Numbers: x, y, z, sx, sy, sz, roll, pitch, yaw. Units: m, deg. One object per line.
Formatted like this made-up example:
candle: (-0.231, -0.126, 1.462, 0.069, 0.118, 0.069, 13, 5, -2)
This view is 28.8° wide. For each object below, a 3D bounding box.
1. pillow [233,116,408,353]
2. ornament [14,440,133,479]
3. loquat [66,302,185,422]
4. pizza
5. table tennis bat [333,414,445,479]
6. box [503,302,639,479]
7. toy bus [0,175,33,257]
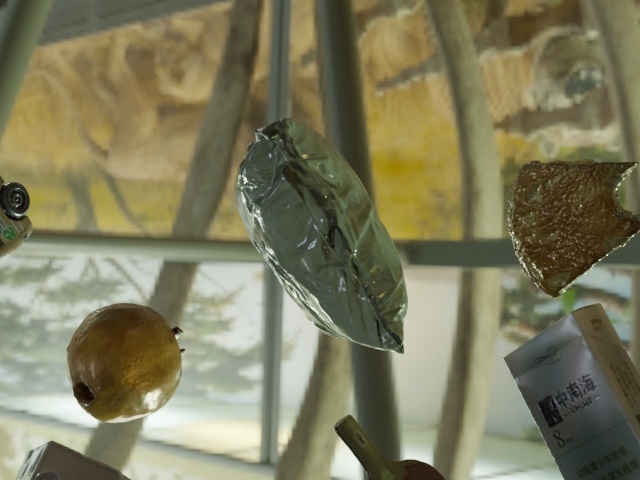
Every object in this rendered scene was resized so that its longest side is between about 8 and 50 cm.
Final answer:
pillow: (0.000, 0.000, 1.442, 0.138, 0.283, 0.310, -30, -177, -6)
ornament: (-0.374, 0.468, 1.898, 0.239, 0.240, 0.240, 28, 159, -13)
loquat: (-0.369, 0.227, 2.324, 0.238, 0.238, 0.193, 4, 166, -42)
pizza: (0.336, -0.039, 1.637, 0.034, 0.181, 0.262, -18, 168, -36)
table tennis bat: (0.096, 0.314, 1.533, 0.131, 0.234, 0.022, -40, -176, -32)
box: (0.358, 0.224, 1.642, 0.067, 0.243, 0.155, -10, 158, -41)
toy bus: (-0.527, -0.081, 1.676, 0.139, 0.289, 0.157, -5, -143, 36)
